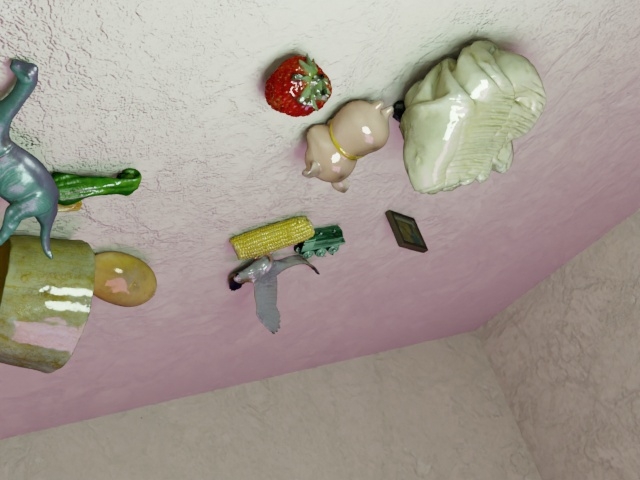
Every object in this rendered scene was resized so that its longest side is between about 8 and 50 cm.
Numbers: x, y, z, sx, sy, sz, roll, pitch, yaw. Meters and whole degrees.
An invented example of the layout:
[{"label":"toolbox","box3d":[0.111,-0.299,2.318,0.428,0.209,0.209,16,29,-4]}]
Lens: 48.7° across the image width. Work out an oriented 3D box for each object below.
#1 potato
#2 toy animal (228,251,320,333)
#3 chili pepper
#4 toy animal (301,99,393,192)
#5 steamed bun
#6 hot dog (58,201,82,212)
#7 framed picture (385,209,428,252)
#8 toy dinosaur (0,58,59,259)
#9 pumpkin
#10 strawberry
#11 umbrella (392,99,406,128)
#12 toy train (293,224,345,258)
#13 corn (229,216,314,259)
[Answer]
[{"label":"potato","box3d":[-0.544,0.106,1.925,0.150,0.146,0.234,-55,150,3]},{"label":"toy animal","box3d":[-0.135,0.100,2.258,0.284,0.225,0.302,-34,149,-16]},{"label":"chili pepper","box3d":[-0.513,-0.114,1.523,0.256,0.074,0.100,-5,-163,-27]},{"label":"toy animal","box3d":[0.068,-0.239,1.663,0.165,0.149,0.248,23,122,-38]},{"label":"steamed bun","box3d":[0.323,-0.289,1.633,0.339,0.247,0.352,-13,128,-33]},{"label":"hot dog","box3d":[-0.603,-0.083,1.578,0.137,0.028,0.044,-1,124,-43]},{"label":"framed picture","box3d":[0.283,-0.028,2.309,0.023,0.128,0.168,-33,154,27]},{"label":"toy dinosaur","box3d":[-0.540,-0.136,1.353,0.330,0.129,0.383,-28,137,15]},{"label":"pumpkin","box3d":[-0.688,0.131,1.655,0.332,0.333,0.199,-35,140,30]},{"label":"strawberry","box3d":[-0.048,-0.312,1.443,0.131,0.131,0.148,-9,-162,-25]},{"label":"umbrella","box3d":[0.247,-0.291,1.785,0.080,0.071,0.224,-53,146,4]},{"label":"toy train","box3d":[0.000,0.000,2.218,0.170,0.071,0.111,-10,148,-24]},{"label":"corn","box3d":[-0.139,-0.008,2.065,0.248,0.081,0.081,-18,157,-7]}]
